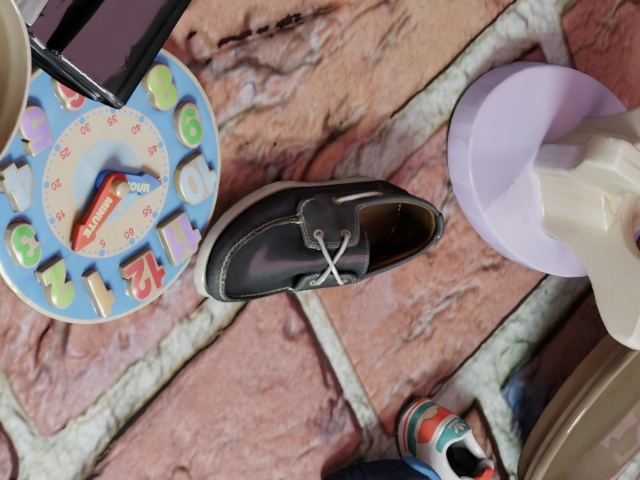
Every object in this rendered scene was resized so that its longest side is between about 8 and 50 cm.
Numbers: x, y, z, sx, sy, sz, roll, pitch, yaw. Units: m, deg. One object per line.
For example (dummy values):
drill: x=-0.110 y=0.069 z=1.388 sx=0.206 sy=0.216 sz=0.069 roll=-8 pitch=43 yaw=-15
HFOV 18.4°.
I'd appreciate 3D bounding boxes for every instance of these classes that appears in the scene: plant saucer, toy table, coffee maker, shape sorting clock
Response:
plant saucer: x=0.275 y=0.143 z=1.808 sx=0.278 sy=0.041 sz=0.278 roll=-39 pitch=156 yaw=-20
toy table: x=0.251 y=-0.045 z=1.694 sx=0.274 sy=0.161 sz=0.252 roll=11 pitch=95 yaw=-47
coffee maker: x=-0.116 y=-0.176 z=1.282 sx=0.171 sy=0.120 sz=0.178 roll=35 pitch=87 yaw=-9
shape sorting clock: x=-0.150 y=-0.041 z=1.390 sx=0.206 sy=0.040 sz=0.206 roll=-18 pitch=118 yaw=-40

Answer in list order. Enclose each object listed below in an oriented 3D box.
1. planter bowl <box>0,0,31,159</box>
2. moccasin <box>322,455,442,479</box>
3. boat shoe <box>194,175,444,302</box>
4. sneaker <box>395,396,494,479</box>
planter bowl: x=-0.272 y=-0.107 z=1.194 sx=0.162 sy=0.109 sz=0.162 roll=-19 pitch=119 yaw=-39
moccasin: x=0.038 y=0.355 z=1.679 sx=0.116 sy=0.137 sz=0.342 roll=1 pitch=87 yaw=-16
boat shoe: x=0.000 y=0.000 z=1.517 sx=0.233 sy=0.079 sz=0.084 roll=-16 pitch=120 yaw=-45
sneaker: x=0.118 y=0.213 z=1.725 sx=0.057 sy=0.075 sz=0.161 roll=-36 pitch=127 yaw=-30
